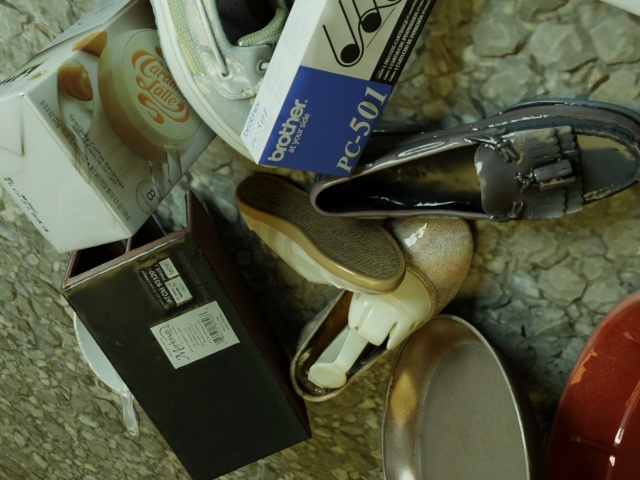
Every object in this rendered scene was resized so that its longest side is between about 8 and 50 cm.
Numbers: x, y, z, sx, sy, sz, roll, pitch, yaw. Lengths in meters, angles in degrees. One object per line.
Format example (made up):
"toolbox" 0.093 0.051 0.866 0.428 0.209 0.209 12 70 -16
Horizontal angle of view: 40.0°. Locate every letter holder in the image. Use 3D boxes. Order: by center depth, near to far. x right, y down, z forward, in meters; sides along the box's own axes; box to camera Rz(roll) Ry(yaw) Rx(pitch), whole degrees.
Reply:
"letter holder" -0.148 0.090 1.035 0.152 0.214 0.302 -24 118 5

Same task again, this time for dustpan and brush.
"dustpan and brush" -0.270 0.188 1.229 0.147 0.060 0.211 10 132 20

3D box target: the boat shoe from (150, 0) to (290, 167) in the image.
"boat shoe" -0.074 -0.206 0.737 0.103 0.118 0.320 -5 119 37

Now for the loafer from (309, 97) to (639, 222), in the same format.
"loafer" 0.131 -0.053 0.771 0.302 0.095 0.109 -1 122 29

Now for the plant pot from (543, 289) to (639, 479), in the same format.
"plant pot" 0.372 0.216 0.787 0.265 0.272 0.272 20 136 -1

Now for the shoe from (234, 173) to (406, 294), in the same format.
"shoe" 0.000 0.000 0.883 0.219 0.076 0.058 33 144 35

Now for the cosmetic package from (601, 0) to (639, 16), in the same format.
"cosmetic package" 0.215 -0.255 0.473 0.453 0.161 0.230 24 150 6

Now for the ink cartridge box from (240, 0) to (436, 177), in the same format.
"ink cartridge box" 0.019 -0.152 0.707 0.097 0.046 0.207 6 125 -33

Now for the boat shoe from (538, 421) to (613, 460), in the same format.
"boat shoe" 0.344 0.324 0.986 0.103 0.113 0.302 -19 117 45

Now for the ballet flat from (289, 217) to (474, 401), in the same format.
"ballet flat" 0.056 0.085 0.931 0.107 0.106 0.316 34 136 0

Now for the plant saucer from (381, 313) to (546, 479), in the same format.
"plant saucer" 0.148 0.232 0.919 0.050 0.311 0.311 1 140 -21

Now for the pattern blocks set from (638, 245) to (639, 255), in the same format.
"pattern blocks set" 0.388 0.000 0.618 0.285 0.026 0.325 23 161 -24

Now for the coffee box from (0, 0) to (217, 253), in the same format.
"coffee box" -0.171 -0.123 0.764 0.098 0.246 0.141 -12 123 35
